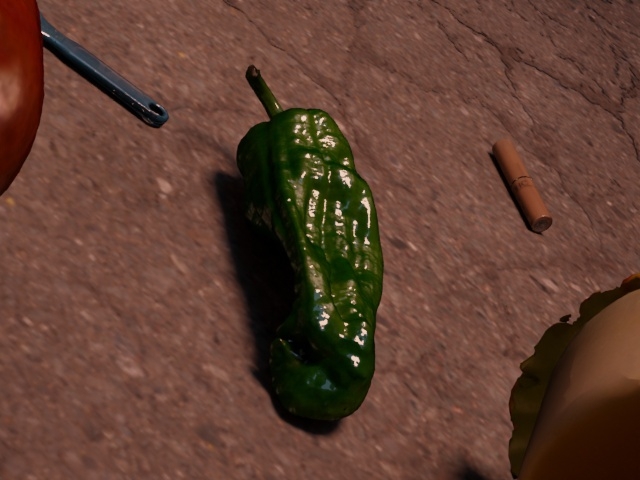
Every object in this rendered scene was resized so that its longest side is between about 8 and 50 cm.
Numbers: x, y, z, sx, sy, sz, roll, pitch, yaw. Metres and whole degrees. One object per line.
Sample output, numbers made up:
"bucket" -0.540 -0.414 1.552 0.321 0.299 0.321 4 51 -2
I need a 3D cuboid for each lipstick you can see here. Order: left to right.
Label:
"lipstick" 0.158 -0.044 1.463 0.019 0.019 0.094 19 33 -35

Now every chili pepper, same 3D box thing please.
"chili pepper" -0.006 0.002 1.125 0.100 0.074 0.257 23 32 -30

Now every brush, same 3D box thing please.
"brush" -0.164 -0.126 1.186 0.164 0.014 0.051 37 28 -7

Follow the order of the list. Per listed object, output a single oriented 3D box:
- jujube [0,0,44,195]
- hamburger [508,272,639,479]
"jujube" -0.267 -0.124 0.852 0.223 0.223 0.318 -2 45 -53
"hamburger" 0.242 0.141 1.012 0.294 0.276 0.179 48 38 5
